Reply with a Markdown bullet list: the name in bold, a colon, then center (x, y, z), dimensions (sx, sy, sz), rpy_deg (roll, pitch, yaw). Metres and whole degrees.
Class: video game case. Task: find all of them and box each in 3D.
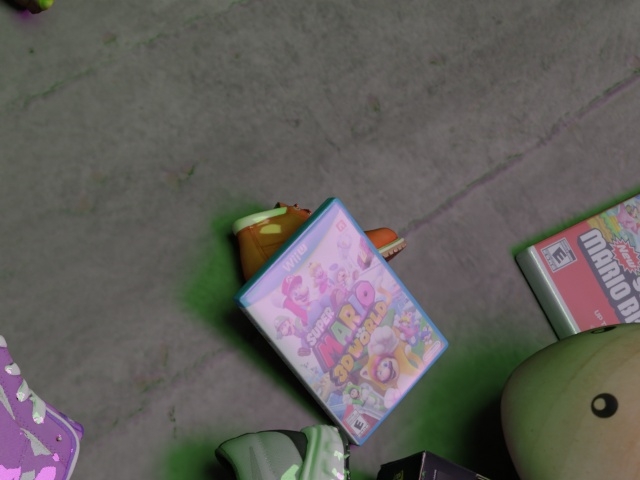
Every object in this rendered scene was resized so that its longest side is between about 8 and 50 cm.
- **video game case**: center (0.019, 0.066, 1.263), dimensions (0.119, 0.015, 0.166), rpy_deg (-46, 113, -20)
- **video game case**: center (0.332, 0.055, 1.519), dimensions (0.285, 0.025, 0.204), rpy_deg (-23, 82, -39)

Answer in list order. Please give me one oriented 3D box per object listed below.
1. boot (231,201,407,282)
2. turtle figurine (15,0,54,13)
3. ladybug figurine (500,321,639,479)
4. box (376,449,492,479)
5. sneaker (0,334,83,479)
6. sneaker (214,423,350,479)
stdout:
- **boot**: center (0.000, 0.000, 1.306), dimensions (0.158, 0.059, 0.085), rpy_deg (-13, 71, -36)
- **turtle figurine**: center (-0.297, -0.258, 1.212), dimensions (0.217, 0.087, 0.269), rpy_deg (28, 46, -29)
- **ladybug figurine**: center (0.359, 0.210, 1.297), dimensions (0.449, 0.162, 0.305), rpy_deg (30, 33, -17)
- **box**: center (0.154, 0.352, 1.223), dimensions (0.293, 0.073, 0.295), rpy_deg (27, 57, -26)
- **sneaker**: center (-0.242, 0.087, 1.084), dimensions (0.161, 0.102, 0.282), rpy_deg (9, 74, -34)
- **sneaker**: center (-0.035, 0.268, 1.143), dimensions (0.108, 0.100, 0.271), rpy_deg (2, 68, -4)
